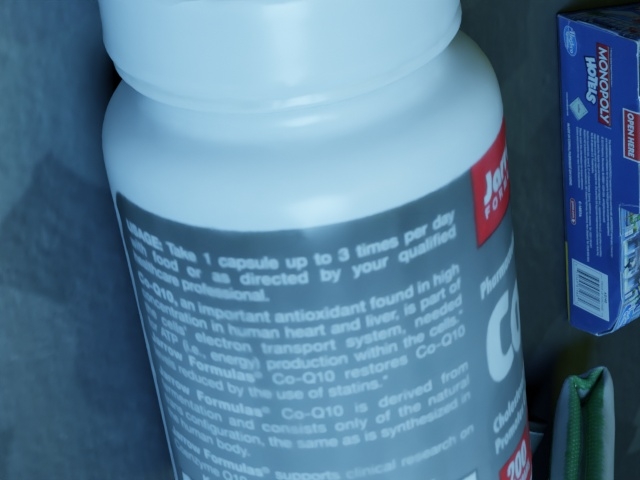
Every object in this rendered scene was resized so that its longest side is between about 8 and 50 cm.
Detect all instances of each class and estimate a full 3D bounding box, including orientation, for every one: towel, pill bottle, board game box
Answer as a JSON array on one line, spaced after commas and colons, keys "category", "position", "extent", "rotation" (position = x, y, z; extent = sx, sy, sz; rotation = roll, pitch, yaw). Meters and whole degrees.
[{"category": "towel", "position": [0.135, 0.262, 0.943], "extent": [0.248, 0.038, 0.324], "rotation": [-75, 166, -61]}, {"category": "pill bottle", "position": [0.000, 0.000, 0.712], "extent": [0.161, 0.161, 0.283], "rotation": [-29, 127, -30]}, {"category": "board game box", "position": [0.222, -0.063, 0.962], "extent": [0.194, 0.060, 0.194], "rotation": [-27, 126, -30]}]

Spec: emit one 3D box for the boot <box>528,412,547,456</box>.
[{"category": "boot", "position": [0.024, 0.179, 0.894], "extent": [0.247, 0.083, 0.161], "rotation": [-19, 115, -42]}]
